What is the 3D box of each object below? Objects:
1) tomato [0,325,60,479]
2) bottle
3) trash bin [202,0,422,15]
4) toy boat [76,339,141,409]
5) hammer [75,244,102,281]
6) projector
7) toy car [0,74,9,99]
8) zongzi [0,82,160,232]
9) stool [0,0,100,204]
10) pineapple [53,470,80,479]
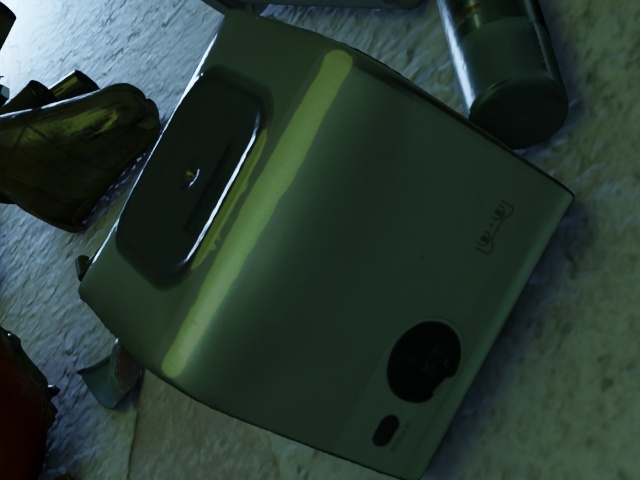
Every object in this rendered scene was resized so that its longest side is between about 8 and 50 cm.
[{"bbox_3d":[-0.464,0.205,1.317,0.321,0.321,0.322,-33,44,38],"label":"tomato"},{"bbox_3d":[0.138,-0.199,0.982,0.082,0.082,0.286,-39,40,32],"label":"bottle"},{"bbox_3d":[-0.025,-0.386,1.206,0.367,0.255,0.296,24,86,51],"label":"trash bin"},{"bbox_3d":[-0.237,0.153,1.308,0.122,0.034,0.096,-36,41,48],"label":"toy boat"},{"bbox_3d":[-0.264,0.005,1.455,0.110,0.019,0.035,-44,37,18],"label":"hammer"},{"bbox_3d":[0.000,0.000,0.880,0.249,0.248,0.248,-62,33,2],"label":"projector"},{"bbox_3d":[-0.606,-0.152,1.939,0.193,0.118,0.301,7,73,46],"label":"toy car"},{"bbox_3d":[-0.353,-0.145,1.467,0.228,0.256,0.115,-44,27,26],"label":"zongzi"},{"bbox_3d":[-0.460,-0.199,1.630,0.178,0.272,0.272,-49,36,18],"label":"stool"},{"bbox_3d":[-0.275,0.277,1.274,0.045,0.019,0.083,-57,31,15],"label":"pineapple"}]
